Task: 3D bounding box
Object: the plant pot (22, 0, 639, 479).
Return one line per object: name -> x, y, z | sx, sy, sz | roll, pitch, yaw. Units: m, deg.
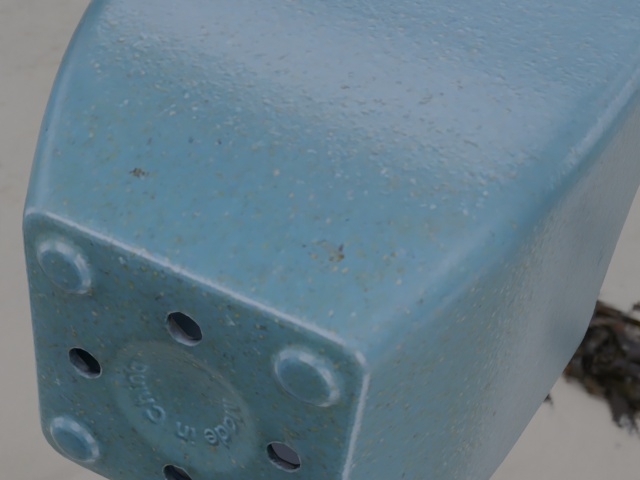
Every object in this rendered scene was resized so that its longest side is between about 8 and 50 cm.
plant pot -> 0.000, 0.000, 0.525 | 0.247, 0.248, 0.252 | 22, 43, 15
